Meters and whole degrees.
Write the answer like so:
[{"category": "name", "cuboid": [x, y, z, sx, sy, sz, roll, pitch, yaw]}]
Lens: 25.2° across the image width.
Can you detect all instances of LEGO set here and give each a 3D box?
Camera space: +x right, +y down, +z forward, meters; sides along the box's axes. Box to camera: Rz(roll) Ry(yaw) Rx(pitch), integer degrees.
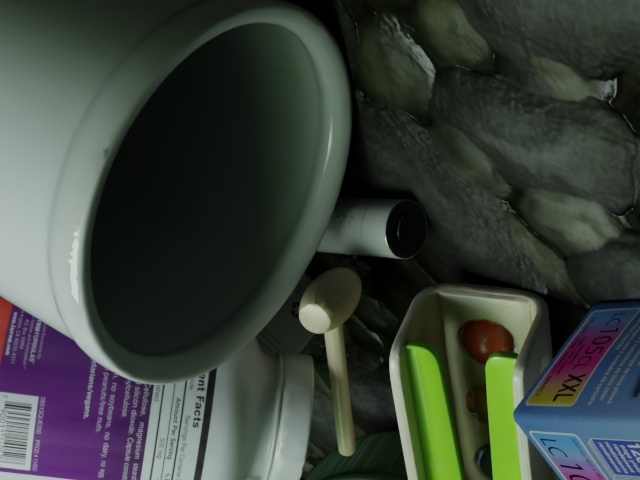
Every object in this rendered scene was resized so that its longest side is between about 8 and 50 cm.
[{"category": "LEGO set", "cuboid": [0.001, 0.002, 1.429, 0.083, 0.023, 0.054, 24, 153, 2]}]

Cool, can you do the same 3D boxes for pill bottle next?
[{"category": "pill bottle", "cuboid": [-0.175, 0.146, 1.310, 0.323, 0.181, 0.181, 8, 152, -7]}]

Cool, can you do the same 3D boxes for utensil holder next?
[{"category": "utensil holder", "cuboid": [-0.222, -0.100, 1.224, 0.386, 0.327, 0.327, 24, 149, 29]}]

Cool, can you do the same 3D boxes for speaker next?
[{"category": "speaker", "cuboid": [0.033, -0.013, 1.324, 0.136, 0.055, 0.055, 3, 136, 48]}]

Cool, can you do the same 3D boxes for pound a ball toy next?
[{"category": "pound a ball toy", "cuboid": [0.117, 0.152, 1.342, 0.208, 0.135, 0.319, 5, 128, 23]}]

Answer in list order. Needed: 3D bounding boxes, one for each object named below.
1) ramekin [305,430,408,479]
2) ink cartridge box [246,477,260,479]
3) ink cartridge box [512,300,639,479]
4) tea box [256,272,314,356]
[{"category": "ramekin", "cuboid": [0.088, 0.360, 1.587, 0.304, 0.148, 0.303, 7, 114, 16]}, {"category": "ink cartridge box", "cuboid": [-0.109, 0.363, 2.032, 0.191, 0.082, 0.139, 23, 148, 32]}, {"category": "ink cartridge box", "cuboid": [0.381, 0.176, 1.081, 0.270, 0.151, 0.395, 51, 149, -20]}, {"category": "tea box", "cuboid": [-0.214, 0.074, 1.582, 0.329, 0.220, 0.323, 43, 152, -6]}]
